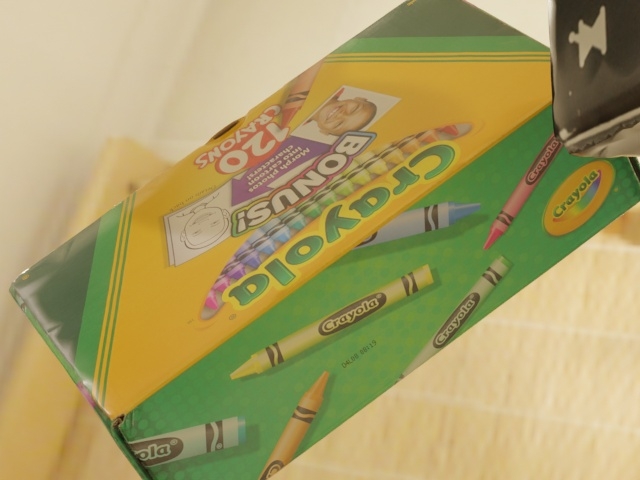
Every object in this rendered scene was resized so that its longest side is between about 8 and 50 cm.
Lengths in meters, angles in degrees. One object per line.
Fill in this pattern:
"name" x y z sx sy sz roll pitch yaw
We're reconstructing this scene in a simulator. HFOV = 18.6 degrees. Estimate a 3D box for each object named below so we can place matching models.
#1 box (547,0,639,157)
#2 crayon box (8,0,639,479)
"box" 0.356 -0.270 0.829 0.471 0.297 0.480 5 -106 -24
"crayon box" 0.000 0.000 0.963 0.278 0.165 0.081 -36 -57 -8
